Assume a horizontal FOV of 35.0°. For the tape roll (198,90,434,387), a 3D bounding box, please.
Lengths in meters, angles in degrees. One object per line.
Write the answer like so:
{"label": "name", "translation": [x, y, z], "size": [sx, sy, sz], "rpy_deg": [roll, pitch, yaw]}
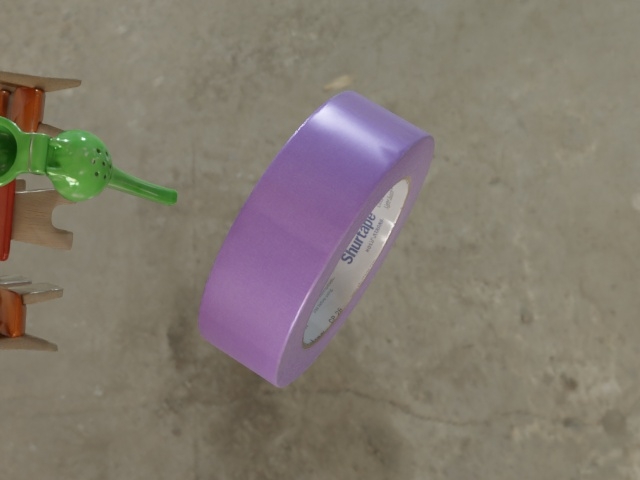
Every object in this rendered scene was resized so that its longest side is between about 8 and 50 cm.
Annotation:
{"label": "tape roll", "translation": [0.000, 0.000, 0.959], "size": [0.090, 0.275, 0.275], "rpy_deg": [31, 68, 13]}

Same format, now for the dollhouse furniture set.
{"label": "dollhouse furniture set", "translation": [-0.356, -0.036, 1.002], "size": [0.259, 0.135, 0.262], "rpy_deg": [9, 95, 50]}

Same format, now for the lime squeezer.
{"label": "lime squeezer", "translation": [-0.236, -0.066, 0.798], "size": [0.110, 0.310, 0.059], "rpy_deg": [20, 101, 57]}
